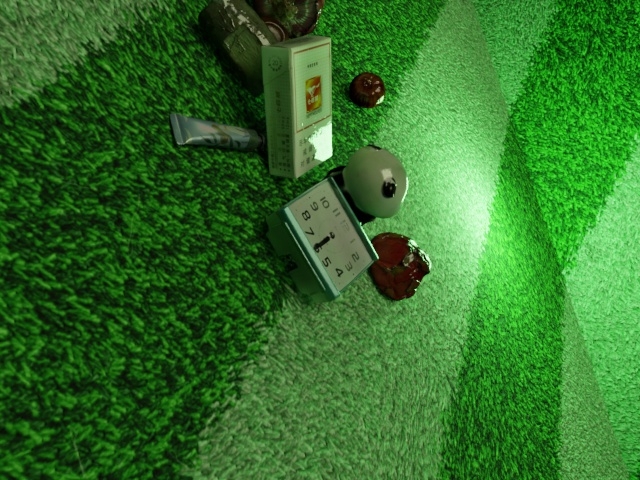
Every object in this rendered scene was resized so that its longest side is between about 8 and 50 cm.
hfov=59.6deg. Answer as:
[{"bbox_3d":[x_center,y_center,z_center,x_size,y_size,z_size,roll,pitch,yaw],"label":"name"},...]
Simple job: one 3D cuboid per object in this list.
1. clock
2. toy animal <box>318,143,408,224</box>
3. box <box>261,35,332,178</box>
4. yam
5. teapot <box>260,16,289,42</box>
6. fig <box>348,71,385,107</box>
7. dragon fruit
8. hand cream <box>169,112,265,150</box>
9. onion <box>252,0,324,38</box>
[{"bbox_3d":[0.000,0.000,1.440,0.231,0.116,0.263,-38,102,-44],"label":"clock"},{"bbox_3d":[0.125,-0.144,1.568,0.212,0.266,0.213,32,44,-38],"label":"toy animal"},{"bbox_3d":[-0.054,-0.355,1.473,0.210,0.095,0.331,-41,138,-51],"label":"box"},{"bbox_3d":[-0.195,-0.523,1.492,0.254,0.153,0.154,51,40,-11],"label":"yam"},{"bbox_3d":[-0.155,-0.601,1.638,0.129,0.078,0.098,27,91,-21],"label":"teapot"},{"bbox_3d":[0.152,-0.515,1.926,0.128,0.150,0.129,-5,101,-28],"label":"fig"},{"bbox_3d":[0.263,0.062,1.707,0.223,0.148,0.219,4,67,-49],"label":"dragon fruit"},{"bbox_3d":[-0.247,-0.254,1.367,0.255,0.055,0.088,0,67,-43],"label":"hand cream"},{"bbox_3d":[-0.088,-0.728,1.655,0.230,0.229,0.164,42,49,-27],"label":"onion"}]
